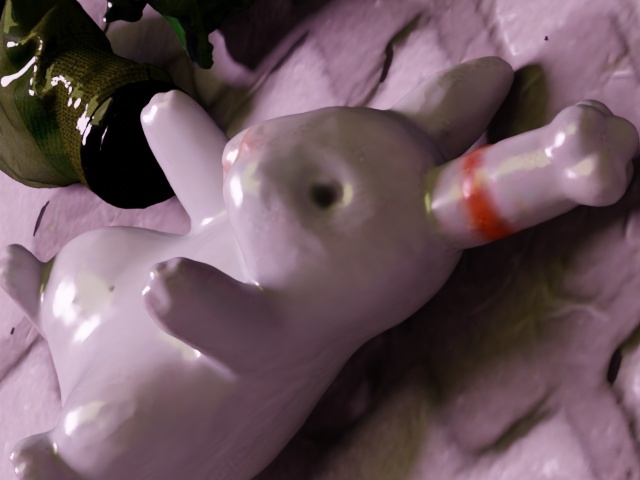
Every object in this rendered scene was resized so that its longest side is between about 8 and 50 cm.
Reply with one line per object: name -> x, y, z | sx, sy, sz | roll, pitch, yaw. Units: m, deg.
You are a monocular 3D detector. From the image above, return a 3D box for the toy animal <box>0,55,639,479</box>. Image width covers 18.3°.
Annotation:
toy animal -> -0.015, -0.001, 0.808 | 0.282, 0.138, 0.140 | -45, 34, 27

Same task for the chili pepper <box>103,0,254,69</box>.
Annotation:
chili pepper -> -0.121, -0.216, 1.029 | 0.167, 0.213, 0.385 | -64, 24, 11

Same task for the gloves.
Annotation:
gloves -> -0.163, -0.085, 1.094 | 0.268, 0.135, 0.107 | 18, 48, 40
